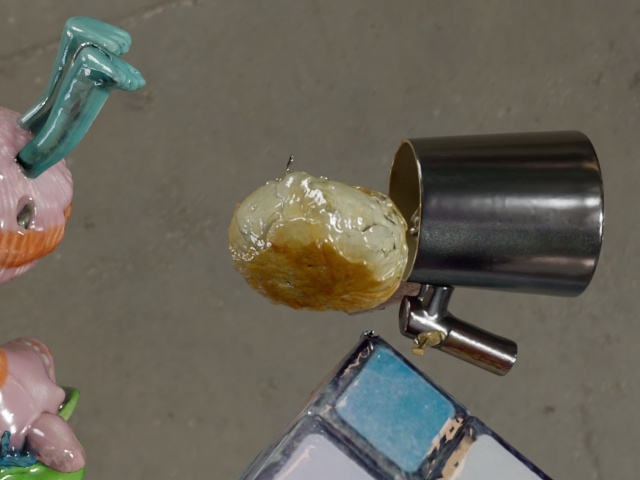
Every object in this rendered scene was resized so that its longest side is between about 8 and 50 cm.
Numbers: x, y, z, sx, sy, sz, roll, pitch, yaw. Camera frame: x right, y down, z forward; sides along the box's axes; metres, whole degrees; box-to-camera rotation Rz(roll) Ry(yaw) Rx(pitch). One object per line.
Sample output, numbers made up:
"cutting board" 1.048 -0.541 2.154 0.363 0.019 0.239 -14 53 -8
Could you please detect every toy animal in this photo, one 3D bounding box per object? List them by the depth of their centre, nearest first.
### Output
"toy animal" -0.122 0.016 0.532 0.100 0.103 0.208 22 120 10

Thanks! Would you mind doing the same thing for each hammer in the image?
"hammer" 0.087 0.087 1.234 0.029 0.123 0.014 -16 90 9

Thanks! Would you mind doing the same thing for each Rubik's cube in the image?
"Rubik's cube" 0.023 0.360 1.267 0.359 0.363 0.362 42 144 1

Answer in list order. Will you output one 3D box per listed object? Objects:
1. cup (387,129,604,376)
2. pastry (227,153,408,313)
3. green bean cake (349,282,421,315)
"cup" 0.166 0.009 1.436 0.177 0.166 0.239 1 81 -12
"pastry" -0.001 0.005 1.212 0.153 0.081 0.153 5 138 4
"green bean cake" 0.090 0.027 1.567 0.135 0.136 0.056 124 127 -67
